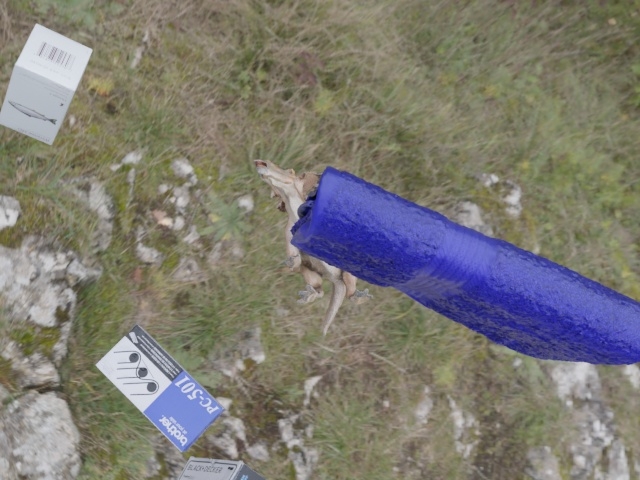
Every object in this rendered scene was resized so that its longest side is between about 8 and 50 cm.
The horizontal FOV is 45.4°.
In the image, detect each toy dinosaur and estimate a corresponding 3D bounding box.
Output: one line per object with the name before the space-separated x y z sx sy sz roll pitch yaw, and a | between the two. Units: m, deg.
toy dinosaur | 0.000 0.000 1.254 0.127 0.200 0.295 -18 116 2

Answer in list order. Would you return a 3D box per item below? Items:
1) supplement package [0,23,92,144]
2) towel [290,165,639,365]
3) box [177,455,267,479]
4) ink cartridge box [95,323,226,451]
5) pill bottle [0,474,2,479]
supplement package | -0.490 -0.273 1.357 0.105 0.179 0.105 22 55 -20
towel | 0.120 0.035 0.695 0.308 0.227 0.076 23 87 -2
box | -0.072 0.435 1.133 0.290 0.169 0.087 43 58 -21
ink cartridge box | -0.267 0.246 1.279 0.207 0.046 0.097 43 79 9
pill bottle | -0.559 0.469 1.023 0.188 0.188 0.333 14 70 -21
